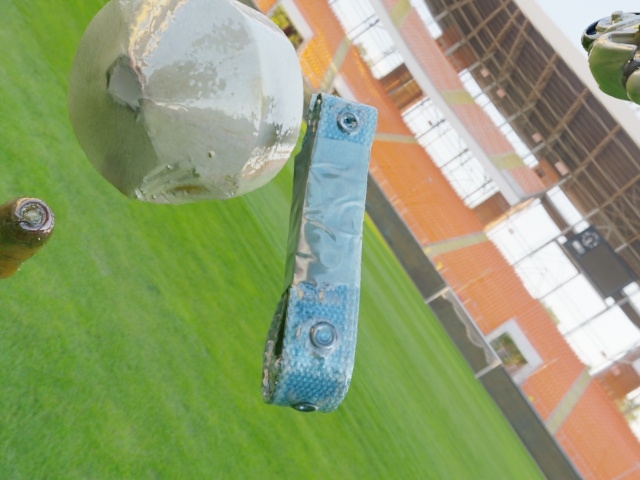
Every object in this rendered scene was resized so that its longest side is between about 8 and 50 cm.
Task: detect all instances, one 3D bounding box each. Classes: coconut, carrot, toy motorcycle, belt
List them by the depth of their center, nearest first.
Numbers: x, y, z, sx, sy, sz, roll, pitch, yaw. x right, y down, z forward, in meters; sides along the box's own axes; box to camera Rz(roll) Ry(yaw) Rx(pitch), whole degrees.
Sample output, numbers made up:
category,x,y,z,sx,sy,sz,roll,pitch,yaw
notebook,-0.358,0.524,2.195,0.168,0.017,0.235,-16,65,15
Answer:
category,x,y,z,sx,sy,sz,roll,pitch,yaw
belt,0.000,0.000,0.540,0.087,0.072,0.303,125,-25,-65
coconut,-0.137,-0.141,0.603,0.241,0.241,0.241,54,7,-10
carrot,-0.349,-0.001,0.671,0.060,0.186,0.060,17,62,-35
toy motorcycle,0.459,-0.226,0.701,0.340,0.223,0.108,13,-44,43
